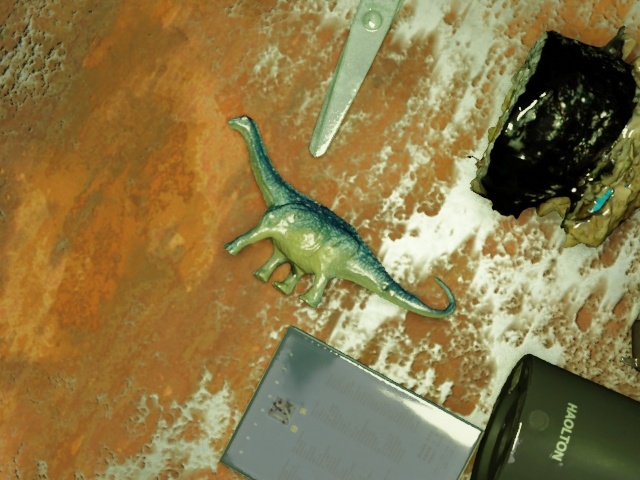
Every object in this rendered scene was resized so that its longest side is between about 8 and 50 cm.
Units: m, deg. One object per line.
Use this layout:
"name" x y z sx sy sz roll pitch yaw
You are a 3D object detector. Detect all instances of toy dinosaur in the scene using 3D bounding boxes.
"toy dinosaur" -0.010 0.006 1.343 0.363 0.076 0.147 40 84 8

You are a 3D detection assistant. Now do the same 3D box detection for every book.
"book" 0.035 0.248 1.337 0.269 0.025 0.191 27 89 12

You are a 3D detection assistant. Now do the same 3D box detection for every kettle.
"kettle" 0.332 0.292 1.223 0.308 0.262 0.203 21 124 2

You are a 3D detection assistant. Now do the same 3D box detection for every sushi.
"sushi" 0.299 -0.110 1.263 0.218 0.225 0.238 31 122 -4

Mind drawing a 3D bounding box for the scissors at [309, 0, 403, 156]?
"scissors" 0.080 -0.308 1.373 0.192 0.029 0.447 23 89 5

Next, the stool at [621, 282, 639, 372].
"stool" 0.454 0.109 1.287 0.217 0.125 0.121 3 86 -6
